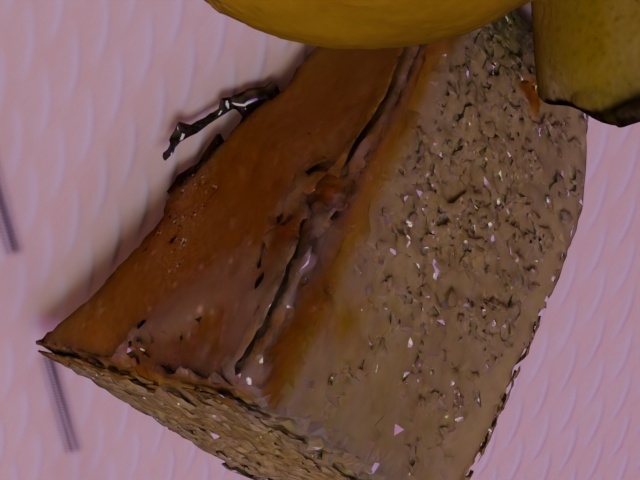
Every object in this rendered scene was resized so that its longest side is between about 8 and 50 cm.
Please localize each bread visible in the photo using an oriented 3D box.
[{"bbox_3d":[0.000,0.000,1.018,0.279,0.315,0.248,-5,144,46],"label":"bread"}]

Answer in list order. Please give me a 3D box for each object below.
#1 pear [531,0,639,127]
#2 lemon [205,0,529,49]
[{"bbox_3d":[0.204,-0.199,0.873,0.267,0.267,0.178,-30,99,7],"label":"pear"},{"bbox_3d":[0.025,-0.225,0.711,0.297,0.297,0.297,-9,129,-11],"label":"lemon"}]
